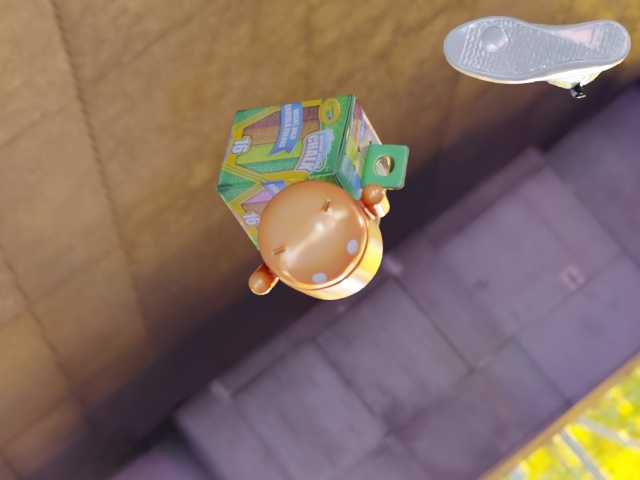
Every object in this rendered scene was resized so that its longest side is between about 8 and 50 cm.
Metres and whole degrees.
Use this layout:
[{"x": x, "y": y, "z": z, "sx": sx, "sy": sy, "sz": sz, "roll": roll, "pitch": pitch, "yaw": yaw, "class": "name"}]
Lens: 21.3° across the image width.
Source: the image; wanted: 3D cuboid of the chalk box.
[{"x": 0.002, "y": -0.086, "z": 2.090, "sx": 0.213, "sy": 0.132, "sz": 0.132, "roll": -8, "pitch": 139, "yaw": 24, "class": "chalk box"}]

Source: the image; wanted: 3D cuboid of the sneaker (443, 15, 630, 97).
[{"x": 0.286, "y": -0.246, "z": 2.358, "sx": 0.256, "sy": 0.094, "sz": 0.151, "roll": -1, "pitch": 169, "yaw": -8, "class": "sneaker"}]

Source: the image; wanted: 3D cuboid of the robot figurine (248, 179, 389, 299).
[{"x": -0.001, "y": 0.002, "z": 1.946, "sx": 0.158, "sy": 0.128, "sz": 0.219, "roll": 0, "pitch": 172, "yaw": 12, "class": "robot figurine"}]
